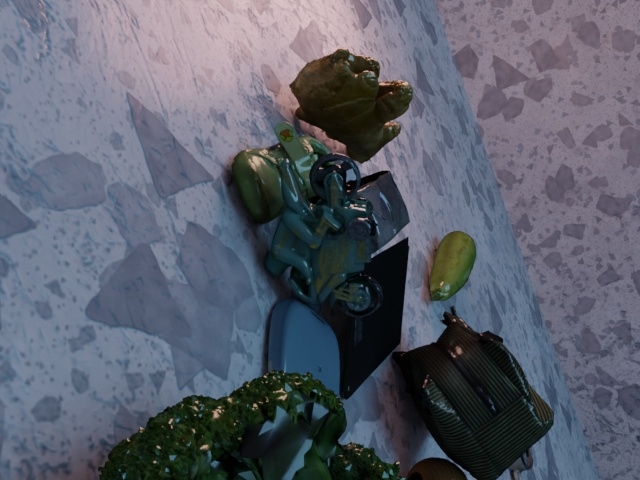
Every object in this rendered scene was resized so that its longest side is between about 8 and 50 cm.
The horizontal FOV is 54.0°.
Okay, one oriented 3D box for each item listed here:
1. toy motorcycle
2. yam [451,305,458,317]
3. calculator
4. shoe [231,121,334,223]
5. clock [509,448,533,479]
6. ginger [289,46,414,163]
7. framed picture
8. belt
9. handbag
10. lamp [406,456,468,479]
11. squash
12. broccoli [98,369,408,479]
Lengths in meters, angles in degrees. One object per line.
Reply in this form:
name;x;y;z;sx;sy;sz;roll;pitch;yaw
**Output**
toy motorcycle;0.000;-0.002;1.058;0.109;0.198;0.296;-78;163;-67
yam;0.415;0.248;1.900;0.014;0.014;0.107;-18;89;-63
calculator;-0.024;0.205;1.066;0.188;0.042;0.302;44;37;-41
shoe;-0.066;-0.128;1.140;0.140;0.128;0.262;57;24;3
clock;0.616;0.643;1.969;0.155;0.063;0.229;39;42;-45
ginger;0.092;-0.300;1.401;0.166;0.236;0.375;61;20;16
framed picture;0.120;0.145;1.292;0.339;0.014;0.255;-24;120;-63
belt;0.066;-0.035;1.239;0.289;0.184;0.164;-34;109;-60
handbag;0.308;0.312;1.341;0.240;0.247;0.341;52;-3;-10
lamp;0.235;0.505;1.258;0.136;0.136;0.136;41;39;-45
squash;0.385;0.082;1.838;0.118;0.118;0.370;62;29;-17
broccoli;-0.071;0.320;0.634;0.413;0.321;0.310;45;7;-37
